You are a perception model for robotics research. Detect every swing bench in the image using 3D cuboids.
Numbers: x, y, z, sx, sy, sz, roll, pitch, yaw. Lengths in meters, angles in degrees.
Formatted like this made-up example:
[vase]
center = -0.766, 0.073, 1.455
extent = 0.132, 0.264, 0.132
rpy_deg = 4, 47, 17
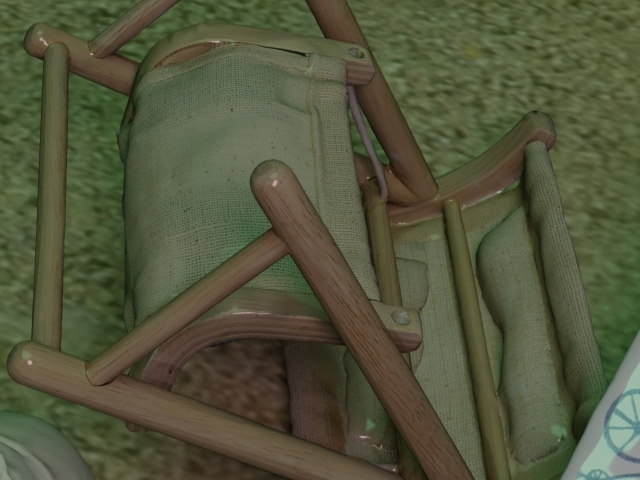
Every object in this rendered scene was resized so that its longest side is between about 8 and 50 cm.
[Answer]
[swing bench]
center = 0.000, 0.000, 0.950
extent = 0.165, 0.254, 0.253
rpy_deg = -35, 35, 23

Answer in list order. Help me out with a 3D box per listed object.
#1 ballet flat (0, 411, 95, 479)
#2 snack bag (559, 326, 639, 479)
[ballet flat]
center = -0.178, 0.171, 0.796
extent = 0.139, 0.139, 0.400
rpy_deg = 7, 37, 11
[snack bag]
center = 0.303, 0.089, 0.856
extent = 0.342, 0.037, 0.323
rpy_deg = 28, 64, 12
